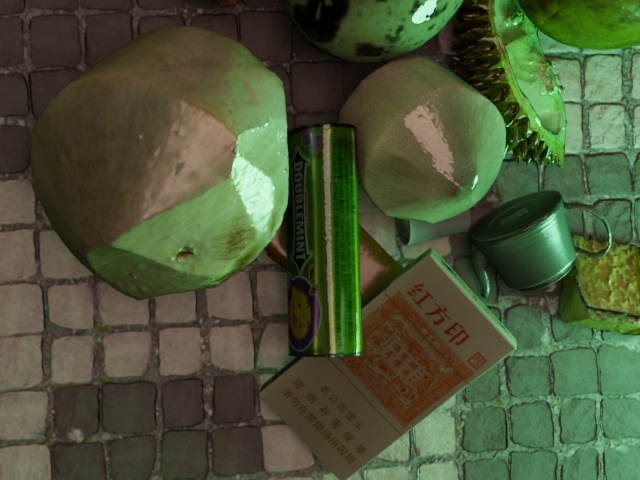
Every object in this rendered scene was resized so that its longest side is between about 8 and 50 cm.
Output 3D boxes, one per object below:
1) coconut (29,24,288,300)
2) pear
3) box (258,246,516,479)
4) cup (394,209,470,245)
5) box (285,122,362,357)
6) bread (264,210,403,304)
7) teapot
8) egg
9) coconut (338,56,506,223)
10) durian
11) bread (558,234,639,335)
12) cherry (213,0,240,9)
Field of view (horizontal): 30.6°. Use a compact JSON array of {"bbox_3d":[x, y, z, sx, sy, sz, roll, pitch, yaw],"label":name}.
[{"bbox_3d":[-0.215,-0.093,1.666,0.344,0.415,0.415,3,89,22],"label":"coconut"},{"bbox_3d":[0.452,-0.436,1.851,0.375,0.287,0.287,-19,93,-25],"label":"pear"},{"bbox_3d":[0.103,0.199,1.833,0.365,0.051,0.204,-41,97,16],"label":"box"},{"bbox_3d":[0.177,-0.049,1.919,0.116,0.074,0.104,-10,63,-14],"label":"cup"},{"bbox_3d":[0.000,0.000,1.750,0.097,0.134,0.346,1,86,-26],"label":"box"},{"bbox_3d":[0.055,0.065,1.884,0.361,0.077,0.138,45,83,-7],"label":"bread"},{"bbox_3d":[0.356,0.017,1.904,0.239,0.162,0.149,-23,104,17],"label":"teapot"},{"bbox_3d":[0.103,-0.442,1.793,0.379,0.287,0.287,-44,97,-16],"label":"egg"},{"bbox_3d":[0.159,-0.146,1.800,0.237,0.266,0.237,-17,128,-22],"label":"coconut"},{"bbox_3d":[0.313,-0.298,1.896,0.198,0.163,0.394,-15,93,-15],"label":"durian"},{"bbox_3d":[0.536,0.103,1.964,0.266,0.178,0.142,8,119,-8],"label":"bread"},{"bbox_3d":[-0.157,-0.491,1.796,0.239,0.206,0.239,-3,120,-6],"label":"cherry"}]
